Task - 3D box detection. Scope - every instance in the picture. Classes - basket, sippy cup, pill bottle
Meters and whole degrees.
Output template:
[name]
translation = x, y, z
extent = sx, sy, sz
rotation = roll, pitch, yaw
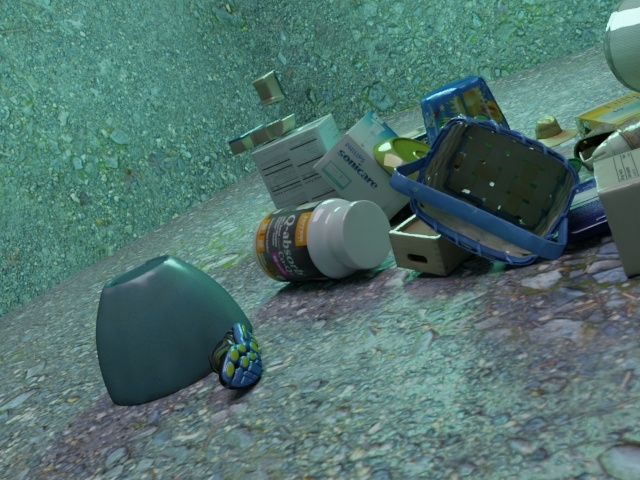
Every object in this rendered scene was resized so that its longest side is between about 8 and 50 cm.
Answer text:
[basket]
translation = 0.261, -0.069, 1.081
extent = 0.255, 0.201, 0.289
rotation = 29, 22, 16
[sippy cup]
translation = 0.365, -0.288, 1.806
extent = 0.240, 0.224, 0.305
rotation = -32, 16, -29
[pill bottle]
translation = 0.000, 0.000, 1.447
extent = 0.162, 0.162, 0.278
rotation = -34, 16, -37

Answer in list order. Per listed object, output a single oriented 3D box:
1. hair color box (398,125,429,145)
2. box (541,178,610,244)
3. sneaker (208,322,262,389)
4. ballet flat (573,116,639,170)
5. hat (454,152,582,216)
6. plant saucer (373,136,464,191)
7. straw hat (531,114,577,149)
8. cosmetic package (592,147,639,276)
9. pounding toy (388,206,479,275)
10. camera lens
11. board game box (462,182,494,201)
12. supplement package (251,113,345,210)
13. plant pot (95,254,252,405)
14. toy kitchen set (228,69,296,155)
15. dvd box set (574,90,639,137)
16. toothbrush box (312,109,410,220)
[hair color box]
translation = 0.184, -0.227, 2.142
extent = 0.347, 0.105, 0.174
rotation = -23, 14, 1
[box]
translation = 0.444, -0.051, 1.150
extent = 0.136, 0.036, 0.225
rotation = -22, 12, 10
[sneaker]
translation = -0.142, 0.198, 1.159
extent = 0.078, 0.067, 0.188
rotation = -44, 14, 6
[ballet flat]
translation = 0.539, -0.158, 1.292
extent = 0.106, 0.107, 0.316
rotation = -27, 3, 6
[hat]
translation = 0.356, -0.160, 1.341
extent = 0.208, 0.183, 0.173
rotation = -42, 10, -22
[plant saucer]
translation = 0.237, -0.175, 1.629
extent = 0.037, 0.241, 0.241
rotation = -64, -8, 29
[straw hat]
translation = 0.565, -0.277, 1.775
extent = 0.145, 0.061, 0.144
rotation = -23, 13, 6
[cosmetic package]
translation = 0.516, -0.071, 0.906
extent = 0.296, 0.129, 0.153
rotation = -17, 16, 25
[pounding toy]
translation = 0.201, 0.005, 1.268
extent = 0.130, 0.100, 0.141
rotation = -34, 27, -34
[camera lens]
translation = 0.713, -0.403, 1.392
extent = 0.219, 0.219, 0.274
rotation = -26, 14, -9
[board game box]
translation = 0.382, -0.116, 1.535
extent = 0.103, 0.026, 0.154
rotation = -33, 16, -36
[supplement package]
translation = -0.021, -0.169, 1.914
extent = 0.198, 0.262, 0.199
rotation = -20, 13, 19
[plant pot]
translation = -0.298, 0.142, 1.331
extent = 0.290, 0.195, 0.290
rotation = -22, 13, 5
[toy kitchen set]
translation = -0.166, -0.353, 1.948
extent = 0.207, 0.166, 0.122
rotation = -15, 16, 37
[dvd box set]
translation = 0.739, -0.270, 1.446
extent = 0.308, 0.062, 0.420
rotation = -22, 13, 5
[toothbrush box]
translation = 0.132, -0.180, 1.752
extent = 0.126, 0.216, 0.295
rotation = -44, 5, 24
